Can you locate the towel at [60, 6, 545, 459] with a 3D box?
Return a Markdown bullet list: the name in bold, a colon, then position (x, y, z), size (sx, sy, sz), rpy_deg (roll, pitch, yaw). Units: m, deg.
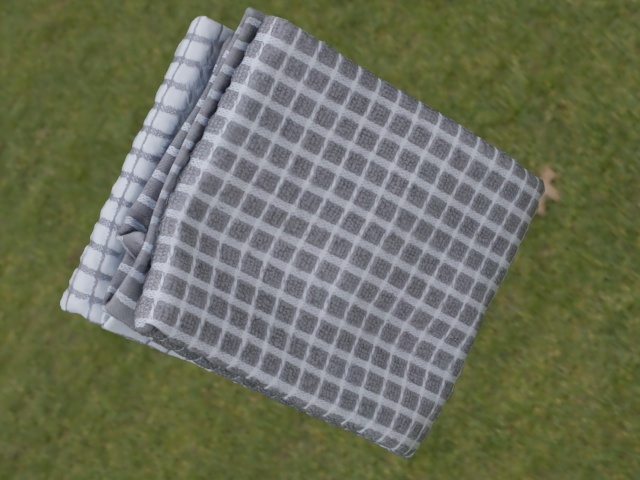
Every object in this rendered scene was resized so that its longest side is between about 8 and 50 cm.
- **towel**: position (0.000, 0.000, 0.979), size (0.121, 0.284, 0.235), rpy_deg (23, 86, 58)
